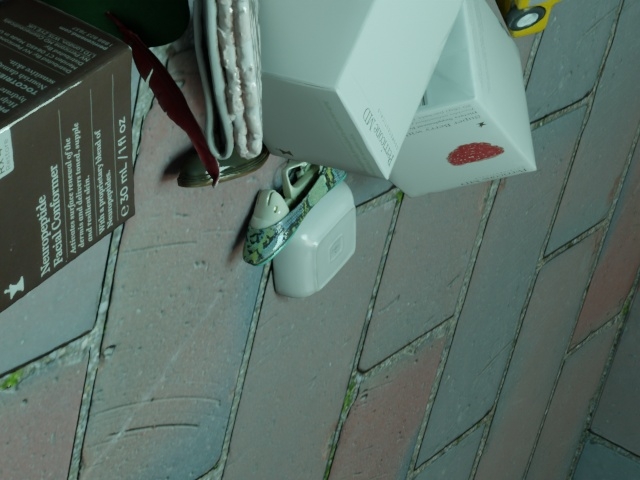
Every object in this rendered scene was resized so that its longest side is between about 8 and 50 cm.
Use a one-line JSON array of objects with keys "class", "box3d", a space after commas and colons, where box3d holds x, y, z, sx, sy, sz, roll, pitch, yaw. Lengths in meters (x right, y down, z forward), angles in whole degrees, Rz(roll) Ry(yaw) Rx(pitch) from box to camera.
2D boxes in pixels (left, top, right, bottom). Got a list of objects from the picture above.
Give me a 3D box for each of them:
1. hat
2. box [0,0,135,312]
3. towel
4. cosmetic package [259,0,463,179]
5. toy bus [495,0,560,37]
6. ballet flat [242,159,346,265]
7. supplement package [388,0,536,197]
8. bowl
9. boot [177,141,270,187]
[{"class": "hat", "box3d": [-0.135, -0.203, 1.438, 0.173, 0.183, 0.208, -51, 153, -20]}, {"class": "box", "box3d": [-0.321, -0.029, 1.304, 0.381, 0.143, 0.191, -39, 146, -39]}, {"class": "towel", "box3d": [-0.089, -0.288, 1.413, 0.332, 0.053, 0.317, 87, 0, -47]}, {"class": "cosmetic package", "box3d": [0.047, -0.274, 1.693, 0.365, 0.155, 0.197, -68, 154, -17]}, {"class": "toy bus", "box3d": [0.268, -0.369, 1.865, 0.130, 0.108, 0.333, -19, 159, -7]}, {"class": "ballet flat", "box3d": [-0.042, -0.051, 1.936, 0.188, 0.070, 0.070, -50, 152, -31]}, {"class": "supplement package", "box3d": [0.133, -0.183, 1.923, 0.293, 0.177, 0.175, 32, 48, -65]}, {"class": "bowl", "box3d": [0.000, 0.000, 2.064, 0.142, 0.053, 0.142, -47, 151, -35]}, {"class": "boot", "box3d": [-0.087, -0.140, 1.760, 0.219, 0.082, 0.106, -36, 123, -42]}]
